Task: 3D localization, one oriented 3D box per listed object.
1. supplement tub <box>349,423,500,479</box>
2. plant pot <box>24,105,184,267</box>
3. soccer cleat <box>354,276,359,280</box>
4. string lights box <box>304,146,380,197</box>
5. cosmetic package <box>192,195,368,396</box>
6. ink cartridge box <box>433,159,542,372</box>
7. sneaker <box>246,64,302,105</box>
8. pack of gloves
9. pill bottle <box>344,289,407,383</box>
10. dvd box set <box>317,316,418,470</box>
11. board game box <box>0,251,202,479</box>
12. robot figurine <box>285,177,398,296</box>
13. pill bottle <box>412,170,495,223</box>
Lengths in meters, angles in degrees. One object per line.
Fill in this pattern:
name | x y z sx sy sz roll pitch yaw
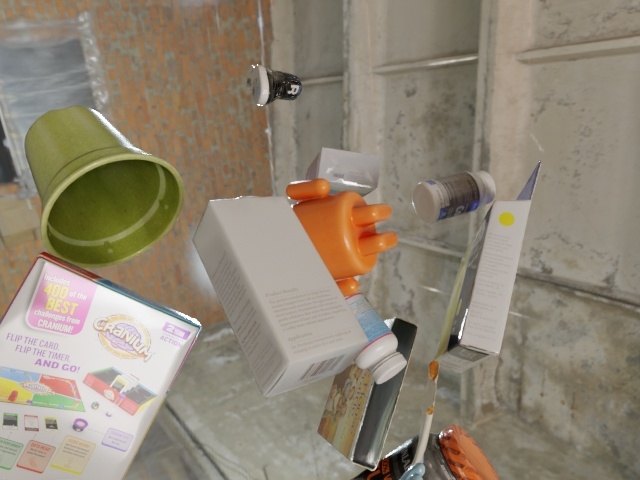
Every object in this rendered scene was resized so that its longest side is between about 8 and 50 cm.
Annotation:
supplement tub | 0.178 0.528 1.038 0.338 0.207 0.207 -40 -115 12
plant pot | -0.458 -0.129 1.051 0.254 0.276 0.276 47 -39 28
soccer cleat | 0.009 0.024 0.922 0.196 0.068 0.076 47 -22 40
string lights box | 0.041 -0.144 1.238 0.260 0.133 0.076 159 -62 -79
cosmetic package | -0.055 0.057 0.632 0.231 0.117 0.085 59 -44 28
ink cartridge box | 0.273 0.058 0.885 0.072 0.307 0.303 14 -17 11
sneaker | -0.094 -0.347 1.170 0.217 0.121 0.079 -115 -145 -59
pack of gloves | 0.069 0.261 0.498 0.046 0.195 0.232 9 -65 14
pill bottle | 0.082 0.173 0.943 0.160 0.087 0.087 53 -37 27
dvd box set | 0.097 0.349 1.251 0.420 0.062 0.307 127 -17 -75
board game box | -0.346 0.209 0.719 0.316 0.242 0.064 -63 -158 -8
robot figurine | 0.000 -0.002 0.778 0.219 0.128 0.158 -13 -51 26
pill bottle | 0.247 -0.083 0.960 0.078 0.137 0.078 165 -90 -71
